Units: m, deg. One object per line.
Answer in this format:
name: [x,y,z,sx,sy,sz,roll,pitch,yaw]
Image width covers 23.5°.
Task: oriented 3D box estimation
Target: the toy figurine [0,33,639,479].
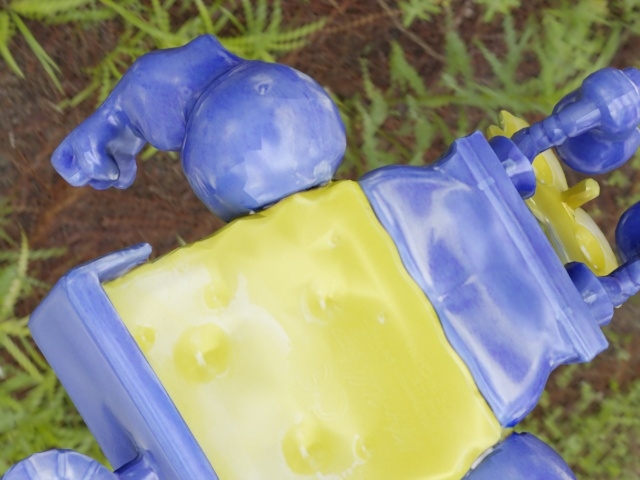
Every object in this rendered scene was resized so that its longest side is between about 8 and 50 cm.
toy figurine: [0.000,0.000,0.382,0.217,0.191,0.363,-31,90,-15]
